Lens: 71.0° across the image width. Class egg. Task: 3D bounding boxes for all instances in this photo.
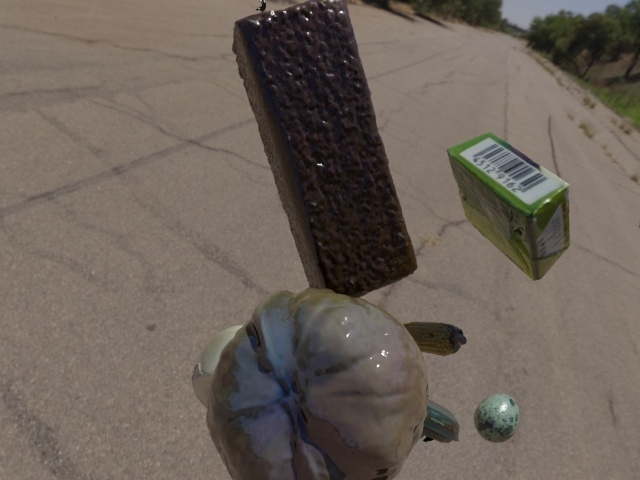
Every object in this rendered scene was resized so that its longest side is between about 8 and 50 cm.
[{"bbox_3d":[0.582,0.580,1.476,0.132,0.132,0.172,36,64,21],"label":"egg"}]

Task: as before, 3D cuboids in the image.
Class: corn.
[{"bbox_3d":[0.315,0.288,1.337,0.097,0.097,0.262,-6,-1,-40],"label":"corn"}]

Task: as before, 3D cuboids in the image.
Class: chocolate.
[{"bbox_3d":[0.474,-0.092,1.121,0.289,0.137,0.301,53,4,-47],"label":"chocolate"}]

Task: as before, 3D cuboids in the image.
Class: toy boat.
[{"bbox_3d":[0.222,0.380,0.934,0.093,0.103,0.246,16,-18,50],"label":"toy boat"}]

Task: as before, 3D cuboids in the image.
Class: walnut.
[{"bbox_3d":[0.000,0.174,0.506,0.248,0.248,0.248,17,31,-10],"label":"walnut"}]

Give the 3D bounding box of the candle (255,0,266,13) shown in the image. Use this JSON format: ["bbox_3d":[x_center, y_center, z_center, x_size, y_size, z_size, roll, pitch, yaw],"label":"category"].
[{"bbox_3d":[-0.119,-0.428,0.923,0.026,0.167,0.021,-19,78,-7],"label":"candle"}]

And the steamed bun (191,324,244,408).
[{"bbox_3d":[-0.168,0.364,1.188,0.324,0.324,0.206,27,47,6],"label":"steamed bun"}]

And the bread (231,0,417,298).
[{"bbox_3d":[0.011,-0.117,0.656,0.165,0.416,0.113,-19,10,-10],"label":"bread"}]
